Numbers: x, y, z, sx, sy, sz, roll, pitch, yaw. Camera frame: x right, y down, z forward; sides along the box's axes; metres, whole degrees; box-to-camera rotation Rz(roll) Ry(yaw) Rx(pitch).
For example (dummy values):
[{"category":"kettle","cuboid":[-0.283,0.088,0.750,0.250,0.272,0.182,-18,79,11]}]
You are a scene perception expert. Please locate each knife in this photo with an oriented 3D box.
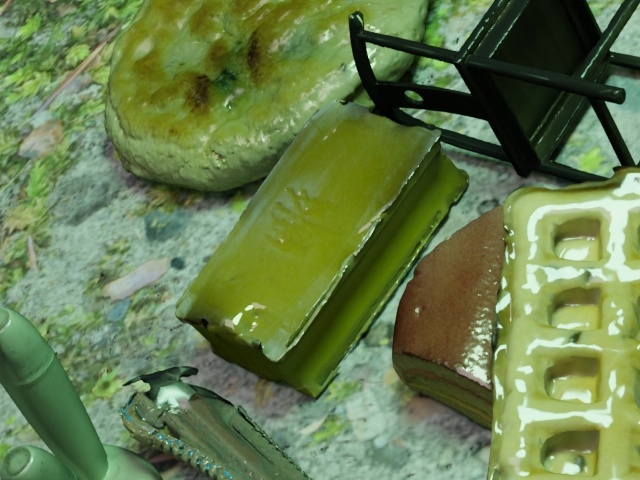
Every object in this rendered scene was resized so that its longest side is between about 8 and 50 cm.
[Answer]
[{"category":"knife","cuboid":[-0.030,0.198,1.346,0.089,0.043,0.365,-22,38,-27]}]

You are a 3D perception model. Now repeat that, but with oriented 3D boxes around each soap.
[{"category":"soap","cuboid":[0.001,0.001,1.482,0.135,0.076,0.233,21,66,42]}]

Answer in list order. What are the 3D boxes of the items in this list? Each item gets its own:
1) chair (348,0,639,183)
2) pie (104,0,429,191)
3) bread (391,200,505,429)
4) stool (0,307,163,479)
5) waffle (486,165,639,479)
[{"category":"chair","cuboid":[0.170,-0.135,1.434,0.260,0.154,0.141,19,65,40]},{"category":"pie","cuboid":[-0.058,-0.171,1.673,0.338,0.075,0.337,-19,46,20]},{"category":"bread","cuboid":[0.102,0.061,1.364,0.119,0.067,0.192,-16,46,23]},{"category":"stool","cuboid":[-0.240,0.196,1.384,0.195,0.198,0.195,-31,43,11]},{"category":"waffle","cuboid":[0.291,0.080,1.123,0.376,0.114,0.261,-1,48,15]}]
